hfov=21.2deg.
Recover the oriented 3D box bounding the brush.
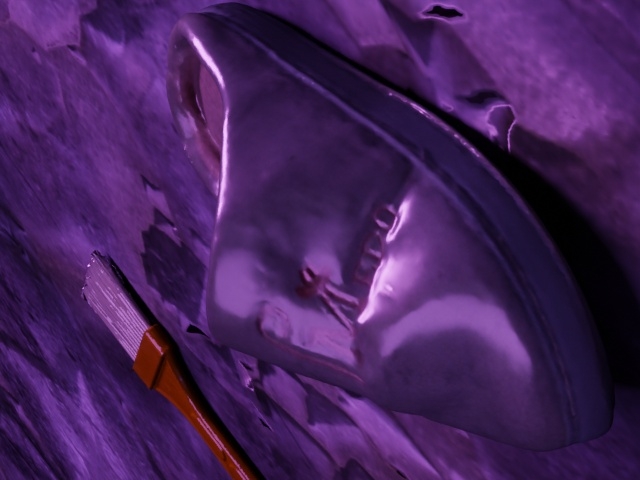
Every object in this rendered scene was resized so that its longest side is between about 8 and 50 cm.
[{"bbox_3d":[-0.062,0.142,1.130,0.314,0.017,0.090,51,160,9],"label":"brush"}]

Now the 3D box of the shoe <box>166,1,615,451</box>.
[{"bbox_3d":[0.000,0.000,0.634,0.251,0.100,0.103,43,156,38],"label":"shoe"}]
